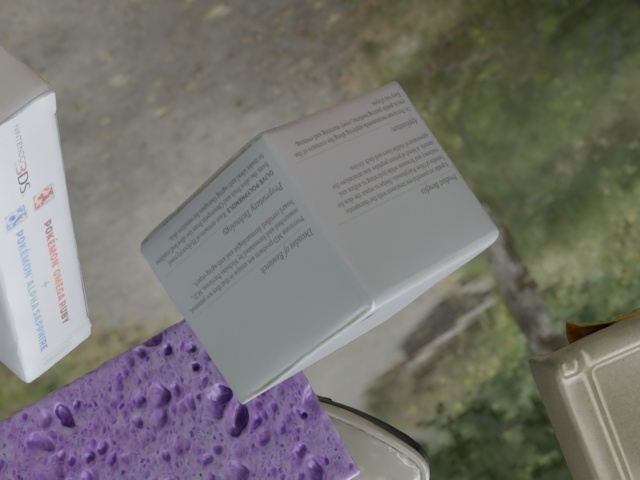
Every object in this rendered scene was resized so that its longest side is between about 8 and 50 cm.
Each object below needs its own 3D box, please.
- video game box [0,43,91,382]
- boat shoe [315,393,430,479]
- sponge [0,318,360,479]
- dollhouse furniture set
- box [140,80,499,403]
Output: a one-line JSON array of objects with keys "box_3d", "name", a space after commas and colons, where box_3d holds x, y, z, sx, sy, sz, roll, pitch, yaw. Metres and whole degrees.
[{"box_3d": [-0.189, -0.054, 0.701, 0.048, 0.205, 0.187, -40, 156, -27], "name": "video game box"}, {"box_3d": [-0.012, 0.128, 1.162, 0.065, 0.206, 0.075, -49, 150, -55], "name": "boat shoe"}, {"box_3d": [-0.099, 0.122, 0.835, 0.210, 0.117, 0.031, -30, 174, -4], "name": "sponge"}, {"box_3d": [0.270, 0.149, 1.131, 0.198, 0.301, 0.151, -23, -164, -2], "name": "dollhouse furniture set"}, {"box_3d": [0.000, 0.000, 0.705, 0.101, 0.087, 0.102, -26, 170, -49], "name": "box"}]
